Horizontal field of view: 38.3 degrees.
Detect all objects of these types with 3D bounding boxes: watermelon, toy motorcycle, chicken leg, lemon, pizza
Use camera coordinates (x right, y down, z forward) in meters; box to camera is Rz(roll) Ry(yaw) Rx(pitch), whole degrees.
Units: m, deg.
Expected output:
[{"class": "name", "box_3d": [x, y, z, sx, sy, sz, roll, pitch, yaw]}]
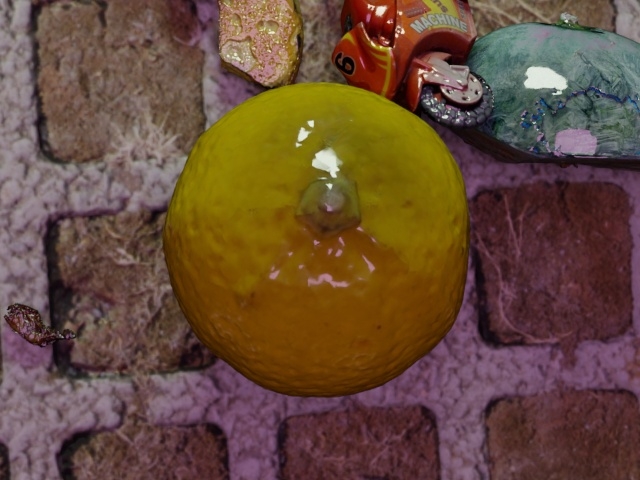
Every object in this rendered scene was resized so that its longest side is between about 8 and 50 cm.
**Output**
[{"class": "watermelon", "box_3d": [0.288, -0.168, 1.010, 0.322, 0.188, 0.175, 3, 92, -6]}, {"class": "toy motorcycle", "box_3d": [0.088, -0.238, 0.987, 0.171, 0.089, 0.298, -4, 57, -8]}, {"class": "chicken leg", "box_3d": [-0.322, 0.101, 1.047, 0.083, 0.021, 0.036, 31, 78, -5]}, {"class": "lemon", "box_3d": [0.001, 0.000, 0.916, 0.336, 0.336, 0.336, 0, 90, -5]}, {"class": "pizza", "box_3d": [-0.069, -0.243, 1.058, 0.099, 0.036, 0.160, -4, 90, -5]}]

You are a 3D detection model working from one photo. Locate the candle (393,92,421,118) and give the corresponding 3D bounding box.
[{"class": "candle", "box_3d": [0.094, -0.161, 1.065, 0.053, 0.048, 0.162, 11, 90, 15]}]
